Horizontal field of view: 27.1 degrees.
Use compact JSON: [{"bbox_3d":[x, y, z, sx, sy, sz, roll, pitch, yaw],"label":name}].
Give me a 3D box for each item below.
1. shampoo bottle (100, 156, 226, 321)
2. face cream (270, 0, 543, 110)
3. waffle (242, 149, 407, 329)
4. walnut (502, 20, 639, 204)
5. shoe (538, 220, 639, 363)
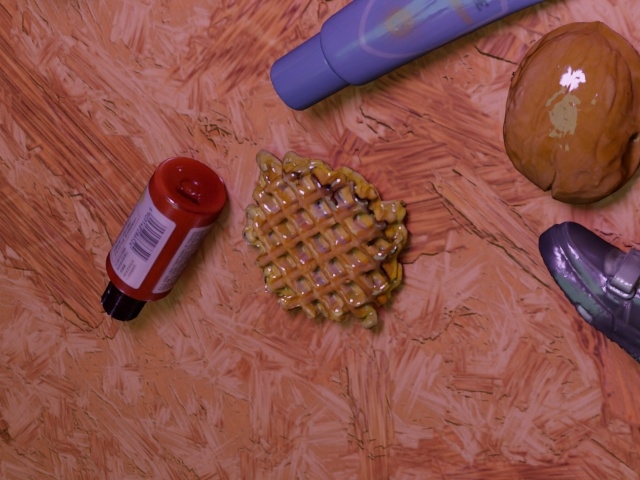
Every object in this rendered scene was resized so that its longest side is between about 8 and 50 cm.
[{"bbox_3d":[-0.230,0.011,1.835,0.104,0.104,0.278,42,130,7],"label":"shampoo bottle"},{"bbox_3d":[0.101,-0.254,1.480,0.385,0.086,0.135,-27,99,36],"label":"face cream"},{"bbox_3d":[0.000,0.000,1.713,0.243,0.059,0.237,19,127,28],"label":"waffle"},{"bbox_3d":[0.263,-0.127,1.434,0.167,0.087,0.211,23,126,27],"label":"walnut"},{"bbox_3d":[0.385,0.059,1.448,0.293,0.109,0.149,44,127,2],"label":"shoe"}]
